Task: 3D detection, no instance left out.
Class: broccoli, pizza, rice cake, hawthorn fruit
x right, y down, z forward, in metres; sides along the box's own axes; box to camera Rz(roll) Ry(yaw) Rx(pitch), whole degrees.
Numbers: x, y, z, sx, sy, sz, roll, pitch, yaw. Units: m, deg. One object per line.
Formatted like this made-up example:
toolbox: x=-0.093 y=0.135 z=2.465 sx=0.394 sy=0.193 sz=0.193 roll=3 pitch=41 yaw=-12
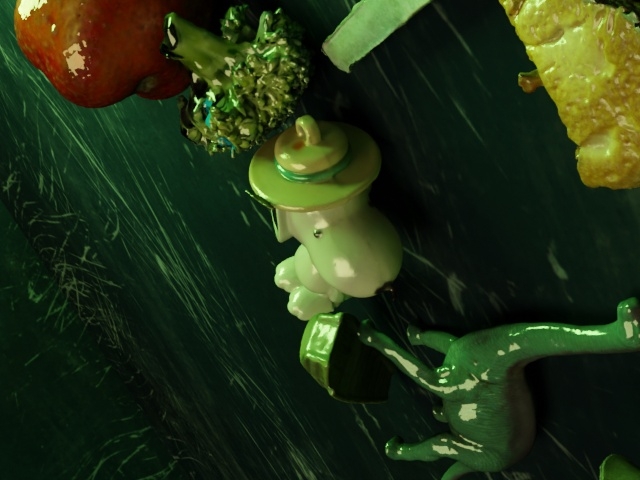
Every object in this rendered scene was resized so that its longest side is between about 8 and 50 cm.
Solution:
broccoli: x=-0.092 y=-0.167 z=0.865 sx=0.160 sy=0.154 sz=0.167 roll=23 pitch=173 yaw=-29
pizza: x=0.195 y=-0.133 z=0.598 sx=0.194 sy=0.069 sz=0.154 roll=51 pitch=152 yaw=14
rice cake: x=0.061 y=-0.201 z=0.741 sx=0.043 sy=0.034 sz=0.211 roll=46 pitch=152 yaw=-10
hawthorn fruit: x=-0.200 y=-0.266 z=0.900 sx=0.207 sy=0.207 sz=0.243 roll=38 pitch=125 yaw=22

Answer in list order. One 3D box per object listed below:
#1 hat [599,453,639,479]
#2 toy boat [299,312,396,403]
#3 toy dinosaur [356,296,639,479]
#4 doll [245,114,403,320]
hat: x=0.365 y=0.269 z=0.725 sx=0.130 sy=0.257 sz=0.257 roll=-37 pitch=92 yaw=22
toy boat: x=0.031 y=0.144 z=1.029 sx=0.055 sy=0.093 sz=0.293 roll=13 pitch=166 yaw=20
toy dinosaur: x=0.221 y=0.194 z=0.929 sx=0.331 sy=0.129 sz=0.383 roll=7 pitch=131 yaw=40
doll: x=-0.011 y=-0.015 z=0.957 sx=0.208 sy=0.144 sz=0.271 roll=65 pitch=163 yaw=-1
